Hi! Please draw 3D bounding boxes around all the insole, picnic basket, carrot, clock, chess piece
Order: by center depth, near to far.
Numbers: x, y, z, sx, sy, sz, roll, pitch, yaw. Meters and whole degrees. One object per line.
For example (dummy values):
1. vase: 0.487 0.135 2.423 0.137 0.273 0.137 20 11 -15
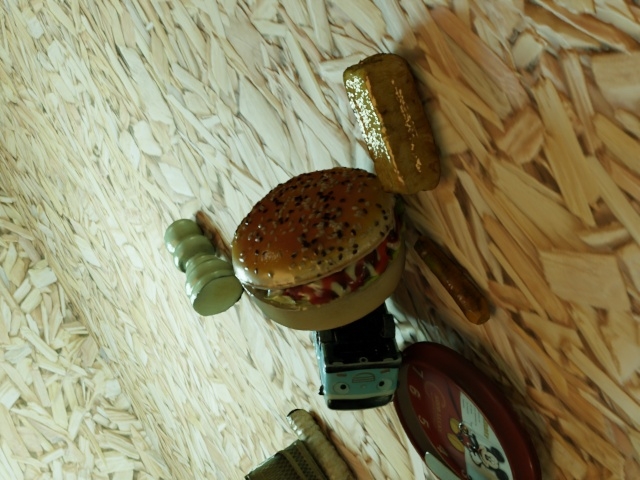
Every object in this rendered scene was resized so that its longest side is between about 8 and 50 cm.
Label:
1. carrot: 0.200 0.059 1.599 0.171 0.042 0.042 52 151 30
2. clock: 0.236 0.300 1.689 0.318 0.080 0.318 42 149 33
3. insole: 0.235 0.412 1.713 0.188 0.004 0.064 39 147 36
4. picnic basket: -0.069 0.555 2.351 0.165 0.139 0.267 55 167 8
5. chess piece: -0.284 0.047 2.431 0.243 0.133 0.133 55 154 35

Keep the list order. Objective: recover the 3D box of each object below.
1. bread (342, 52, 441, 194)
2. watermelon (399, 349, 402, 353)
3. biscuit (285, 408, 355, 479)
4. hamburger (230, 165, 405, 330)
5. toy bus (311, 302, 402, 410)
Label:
1. bread: 0.106 -0.168 1.525 0.114 0.083 0.211 12 123 65
2. watermelon: 0.109 0.240 1.859 0.105 0.105 0.133 54 168 23
3. biscuit: 0.002 0.459 2.305 0.219 0.061 0.055 52 124 29
4. hamburger: 0.000 0.000 1.657 0.300 0.300 0.176 32 152 49
5. toy bus: 0.049 0.163 1.736 0.271 0.133 0.165 -102 10 -53
